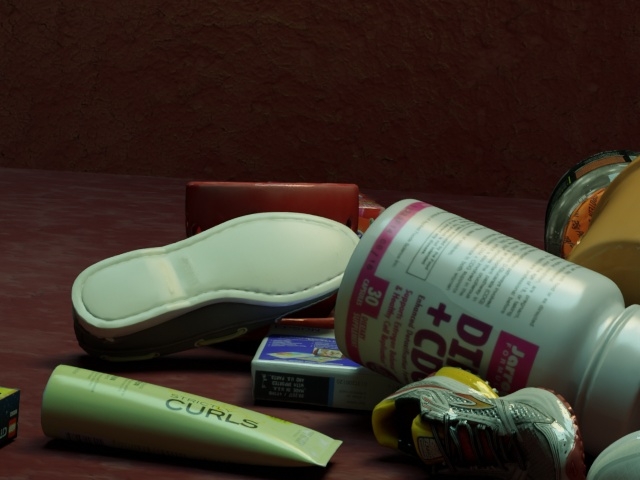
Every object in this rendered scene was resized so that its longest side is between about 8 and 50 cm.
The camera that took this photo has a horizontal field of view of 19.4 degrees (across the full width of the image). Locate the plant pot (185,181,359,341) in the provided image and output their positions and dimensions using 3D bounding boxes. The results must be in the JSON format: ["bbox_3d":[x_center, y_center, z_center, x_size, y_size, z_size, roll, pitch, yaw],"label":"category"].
[{"bbox_3d":[-0.056,0.020,2.041,0.191,0.174,0.191,3,3,0],"label":"plant pot"}]

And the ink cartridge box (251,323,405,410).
[{"bbox_3d":[0.042,0.125,1.825,0.206,0.045,0.208,5,8,3],"label":"ink cartridge box"}]

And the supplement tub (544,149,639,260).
[{"bbox_3d":[0.392,-0.005,2.409,0.207,0.207,0.338,5,8,7],"label":"supplement tub"}]

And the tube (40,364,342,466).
[{"bbox_3d":[-0.105,0.150,1.521,0.240,0.062,0.070,10,49,9],"label":"tube"}]

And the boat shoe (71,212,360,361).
[{"bbox_3d":[-0.104,0.050,1.901,0.305,0.109,0.091,-12,-31,-16],"label":"boat shoe"}]

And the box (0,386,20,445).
[{"bbox_3d":[-0.349,0.146,1.440,0.159,0.044,0.233,6,8,13],"label":"box"}]

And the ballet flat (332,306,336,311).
[{"bbox_3d":[-0.041,0.060,2.263,0.068,0.072,0.213,32,-8,-33],"label":"ballet flat"}]

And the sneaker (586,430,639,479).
[{"bbox_3d":[0.299,0.196,1.254,0.292,0.110,0.118,9,18,37],"label":"sneaker"}]

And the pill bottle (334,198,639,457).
[{"bbox_3d":[0.168,0.083,1.644,0.283,0.160,0.160,23,15,25],"label":"pill bottle"}]

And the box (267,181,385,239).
[{"bbox_3d":[0.000,0.000,2.438,0.122,0.128,0.257,3,7,-10],"label":"box"}]

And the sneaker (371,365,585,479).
[{"bbox_3d":[0.127,0.164,1.502,0.092,0.088,0.225,-16,13,-33],"label":"sneaker"}]

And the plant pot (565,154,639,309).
[{"bbox_3d":[0.349,0.056,1.749,0.291,0.291,0.203,10,25,36],"label":"plant pot"}]
